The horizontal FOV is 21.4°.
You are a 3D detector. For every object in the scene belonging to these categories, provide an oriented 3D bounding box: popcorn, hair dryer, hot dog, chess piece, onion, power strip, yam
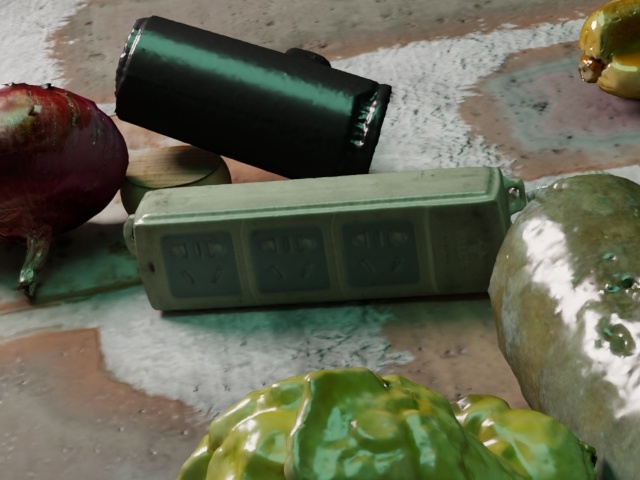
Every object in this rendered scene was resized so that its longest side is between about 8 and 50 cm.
[{"bbox_3d":[0.029,0.146,0.775,0.195,0.168,0.173,19,21,-33],"label":"popcorn"},{"bbox_3d":[-0.036,-0.114,1.313,0.197,0.089,0.251,17,14,6],"label":"hair dryer"},{"bbox_3d":[0.302,-0.174,1.357,0.249,0.076,0.102,-28,71,-30],"label":"hot dog"},{"bbox_3d":[-0.108,-0.040,1.258,0.084,0.038,0.083,-8,27,4],"label":"chess piece"},{"bbox_3d":[-0.206,-0.026,1.191,0.150,0.150,0.140,-11,57,-5],"label":"onion"},{"bbox_3d":[0.000,0.000,1.112,0.272,0.078,0.052,-4,30,8],"label":"power strip"},{"bbox_3d":[0.188,0.095,0.847,0.133,0.133,0.330,-13,33,-9],"label":"yam"}]

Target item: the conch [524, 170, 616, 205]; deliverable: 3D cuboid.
[{"bbox_3d":[0.171,-0.014,1.116,0.076,0.056,0.085,-1,-15,14],"label":"conch"}]
